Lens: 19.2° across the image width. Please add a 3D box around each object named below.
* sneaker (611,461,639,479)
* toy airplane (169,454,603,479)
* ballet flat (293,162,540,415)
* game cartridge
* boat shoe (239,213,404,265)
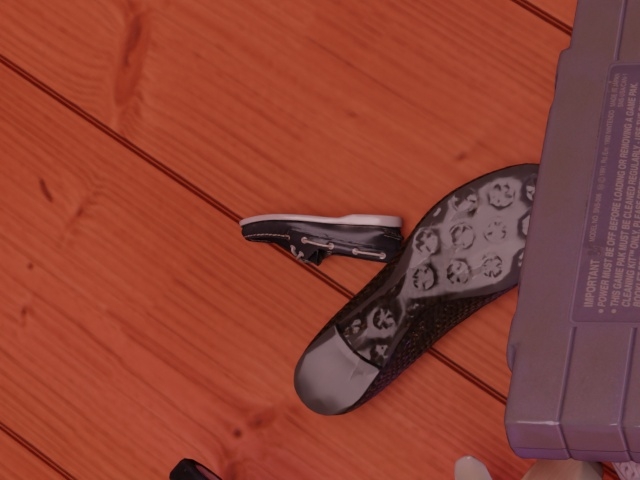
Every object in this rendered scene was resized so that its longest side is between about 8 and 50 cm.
[{"bbox_3d":[0.302,0.227,1.138,0.137,0.210,0.366,-27,41,-9],"label":"sneaker"},{"bbox_3d":[0.024,0.336,1.267,0.386,0.272,0.384,-17,52,34],"label":"toy airplane"},{"bbox_3d":[0.081,0.036,1.361,0.250,0.058,0.084,-44,79,11],"label":"ballet flat"},{"bbox_3d":[0.247,-0.019,1.193,0.230,0.068,0.355,-2,53,24],"label":"game cartridge"},{"bbox_3d":[0.000,0.000,1.392,0.125,0.046,0.038,1,86,13],"label":"boat shoe"}]
